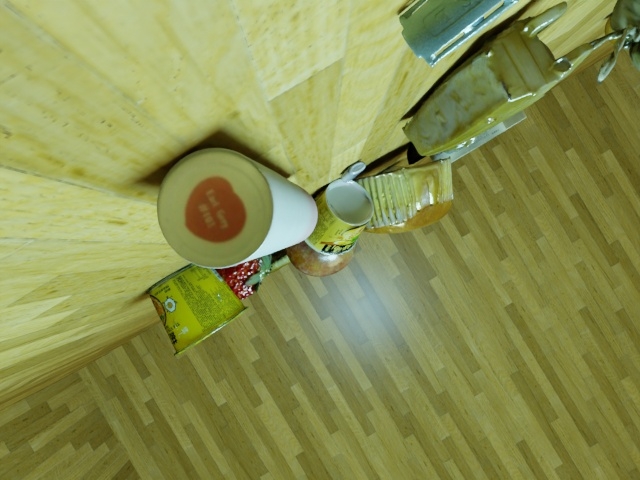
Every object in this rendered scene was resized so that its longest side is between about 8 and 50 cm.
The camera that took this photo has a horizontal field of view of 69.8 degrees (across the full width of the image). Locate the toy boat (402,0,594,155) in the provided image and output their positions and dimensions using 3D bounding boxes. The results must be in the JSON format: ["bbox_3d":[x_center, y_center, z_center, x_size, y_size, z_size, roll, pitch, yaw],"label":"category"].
[{"bbox_3d":[0.213,-0.189,0.603,0.115,0.089,0.310,-34,180,-14],"label":"toy boat"}]

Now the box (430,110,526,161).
[{"bbox_3d":[0.401,-0.290,1.203,0.168,0.095,0.212,-28,178,-44],"label":"box"}]

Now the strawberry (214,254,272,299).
[{"bbox_3d":[-0.241,0.088,1.255,0.228,0.097,0.174,-17,-156,37],"label":"strawberry"}]

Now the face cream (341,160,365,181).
[{"bbox_3d":[0.061,-0.133,0.915,0.040,0.021,0.083,-31,179,-17],"label":"face cream"}]

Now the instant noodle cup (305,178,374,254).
[{"bbox_3d":[0.039,-0.058,1.005,0.152,0.151,0.122,-30,168,-36],"label":"instant noodle cup"}]

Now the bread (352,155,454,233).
[{"bbox_3d":[0.208,-0.104,1.137,0.288,0.155,0.204,-20,-170,-38],"label":"bread"}]

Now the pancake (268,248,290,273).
[{"bbox_3d":[-0.093,0.017,1.362,0.377,0.054,0.197,-29,-154,22],"label":"pancake"}]

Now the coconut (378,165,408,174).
[{"bbox_3d":[0.231,-0.150,1.458,0.162,0.160,0.161,-28,179,-2],"label":"coconut"}]

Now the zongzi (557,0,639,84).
[{"bbox_3d":[0.651,-0.242,0.608,0.500,0.467,0.218,-29,157,-29],"label":"zongzi"}]

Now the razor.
[{"bbox_3d":[0.109,-0.164,0.340,0.068,0.040,0.135,-31,-176,31],"label":"razor"}]

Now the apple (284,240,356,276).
[{"bbox_3d":[0.000,0.000,1.171,0.188,0.188,0.174,-31,177,-11],"label":"apple"}]

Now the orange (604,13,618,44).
[{"bbox_3d":[0.620,-0.437,0.928,0.085,0.085,0.085,-31,179,0],"label":"orange"}]

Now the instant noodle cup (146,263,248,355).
[{"bbox_3d":[-0.266,0.132,0.973,0.182,0.144,0.182,-32,180,0],"label":"instant noodle cup"}]

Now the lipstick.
[{"bbox_3d":[-0.060,-0.029,0.482,0.087,0.087,0.327,-31,179,5],"label":"lipstick"}]

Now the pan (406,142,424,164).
[{"bbox_3d":[0.295,-0.254,1.108,0.202,0.048,0.128,-29,-179,24],"label":"pan"}]
